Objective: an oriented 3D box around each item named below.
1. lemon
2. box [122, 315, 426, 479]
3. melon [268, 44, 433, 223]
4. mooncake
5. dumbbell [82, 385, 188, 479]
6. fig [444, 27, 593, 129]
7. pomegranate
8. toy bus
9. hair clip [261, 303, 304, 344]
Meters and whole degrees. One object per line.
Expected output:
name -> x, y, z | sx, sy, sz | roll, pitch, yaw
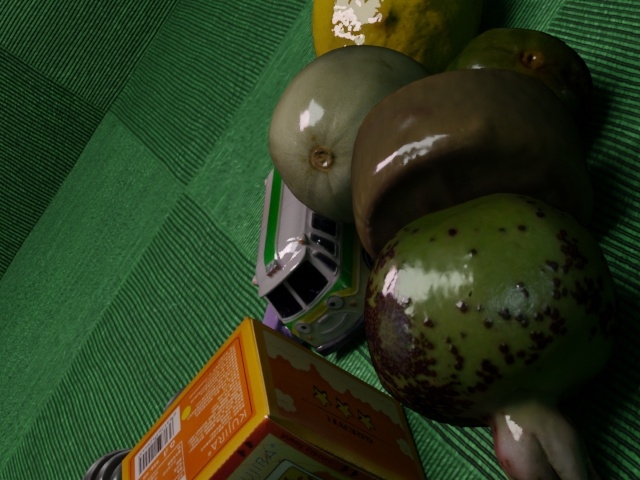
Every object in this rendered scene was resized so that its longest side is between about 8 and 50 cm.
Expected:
lemon -> 0.116, -0.343, 1.918 | 0.316, 0.285, 0.285 | -45, 24, -6
box -> -0.061, 0.299, 1.514 | 0.283, 0.259, 0.214 | -49, 26, 20
melon -> 0.059, -0.146, 1.694 | 0.272, 0.272, 0.308 | -56, 9, 5
mooncake -> 0.179, -0.060, 1.462 | 0.284, 0.284, 0.155 | -41, 34, 32
dumbbell -> -0.216, 0.342, 1.806 | 0.406, 0.179, 0.179 | -42, 29, 45
fig -> 0.253, -0.178, 1.620 | 0.195, 0.195, 0.245 | -63, -8, -11
pomegranate -> 0.194, 0.126, 1.294 | 0.285, 0.285, 0.341 | -36, 59, 39
toy bus -> 0.000, 0.000, 1.837 | 0.143, 0.179, 0.305 | -39, 31, 34
hair clip -> -0.081, 0.194, 1.888 | 0.137, 0.090, 0.278 | 34, 101, 52
